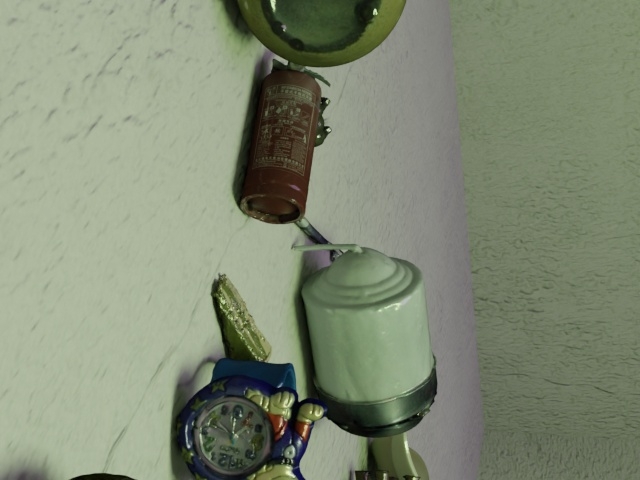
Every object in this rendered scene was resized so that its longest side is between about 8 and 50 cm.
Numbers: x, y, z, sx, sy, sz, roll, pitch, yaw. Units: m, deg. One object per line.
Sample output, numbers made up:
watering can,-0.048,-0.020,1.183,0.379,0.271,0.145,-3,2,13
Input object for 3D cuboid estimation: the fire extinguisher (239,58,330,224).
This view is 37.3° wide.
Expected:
fire extinguisher,-0.046,-0.161,1.379,0.105,0.105,0.268,61,33,-59

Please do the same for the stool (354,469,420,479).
stool,0.122,0.529,1.879,0.228,0.153,0.139,52,41,-64

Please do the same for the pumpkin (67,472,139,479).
pumpkin,-0.192,0.314,0.818,0.224,0.157,0.223,12,90,-73

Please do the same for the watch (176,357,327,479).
watch,-0.084,0.248,1.205,0.200,0.171,0.196,5,98,-85

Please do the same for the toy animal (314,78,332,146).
toy animal,-0.015,-0.219,1.582,0.065,0.047,0.135,-60,153,-44

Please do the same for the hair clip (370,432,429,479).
hair clip,0.172,0.507,2.079,0.282,0.113,0.172,61,10,-70

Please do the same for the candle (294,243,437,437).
candle,0.084,0.150,1.629,0.221,0.221,0.342,-59,146,-59

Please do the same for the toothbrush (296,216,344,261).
toothbrush,0.000,0.000,1.683,0.288,0.024,0.026,44,63,-69

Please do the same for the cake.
cake,-0.119,0.112,1.285,0.140,0.055,0.051,63,29,-23

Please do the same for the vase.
vase,-0.020,-0.419,1.321,0.329,0.241,0.302,52,20,-23
